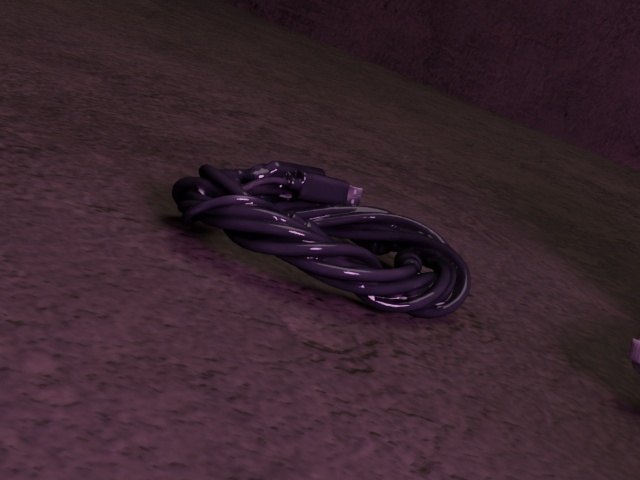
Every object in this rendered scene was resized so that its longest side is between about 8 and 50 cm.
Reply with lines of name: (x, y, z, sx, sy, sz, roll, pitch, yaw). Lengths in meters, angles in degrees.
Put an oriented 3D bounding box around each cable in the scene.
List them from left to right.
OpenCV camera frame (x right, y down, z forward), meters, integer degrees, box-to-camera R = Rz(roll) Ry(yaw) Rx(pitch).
cable: (0.000, 0.000, 0.583, 0.150, 0.047, 0.184, 37, 18, 36)

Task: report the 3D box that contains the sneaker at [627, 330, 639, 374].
sneaker: (0.279, 0.062, 0.606, 0.115, 0.105, 0.281, 22, 9, 37)
